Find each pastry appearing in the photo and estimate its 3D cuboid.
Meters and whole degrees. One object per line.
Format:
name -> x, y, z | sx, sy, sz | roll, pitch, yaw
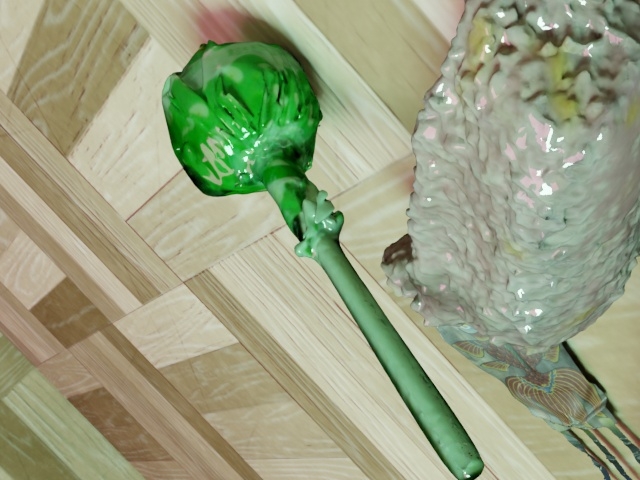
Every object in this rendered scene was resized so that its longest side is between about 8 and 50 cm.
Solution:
pastry -> 0.096, -0.019, 0.482 | 0.112, 0.102, 0.265 | 52, 164, 18

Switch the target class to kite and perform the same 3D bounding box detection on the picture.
kite -> 0.171, 0.117, 0.690 | 0.229, 0.016, 0.127 | 44, 159, 0

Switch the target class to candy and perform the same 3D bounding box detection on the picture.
candy -> 0.002, -0.002, 0.550 | 0.323, 0.097, 0.097 | 57, 168, 41
